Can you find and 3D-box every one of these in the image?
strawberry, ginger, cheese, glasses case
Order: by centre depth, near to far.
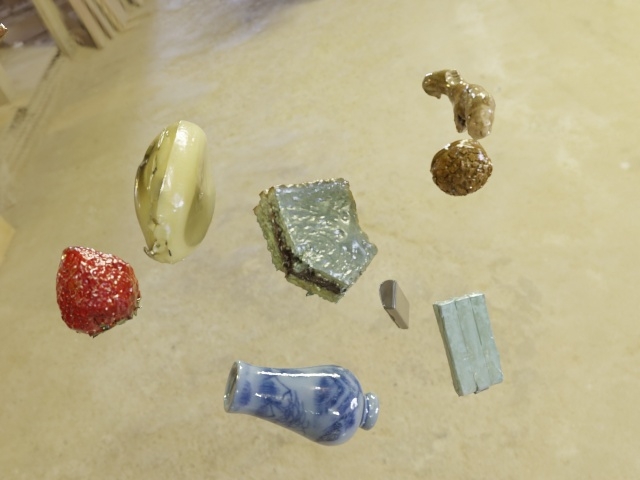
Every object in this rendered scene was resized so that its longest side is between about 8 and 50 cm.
[{"bbox_3d":[0.229,-0.230,1.210,0.075,0.089,0.288,0,23,-10],"label":"ginger"},{"bbox_3d":[-0.288,-0.085,1.477,0.128,0.260,0.316,-2,32,10],"label":"cheese"},{"bbox_3d":[0.174,0.151,1.697,0.042,0.190,0.072,-9,68,13],"label":"glasses case"},{"bbox_3d":[-0.662,0.138,2.138,0.257,0.277,0.257,-29,-1,-1],"label":"strawberry"}]

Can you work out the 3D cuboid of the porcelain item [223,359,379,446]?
[{"bbox_3d":[-0.029,0.269,1.239,0.258,0.141,0.141,13,34,-14],"label":"porcelain item"}]

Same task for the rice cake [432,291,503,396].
[{"bbox_3d":[0.311,0.217,1.526,0.124,0.211,0.038,-13,8,-18],"label":"rice cake"}]

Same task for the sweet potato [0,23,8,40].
[{"bbox_3d":[-0.831,-0.494,1.771,0.205,0.068,0.060,6,4,30],"label":"sweet potato"}]

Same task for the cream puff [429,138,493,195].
[{"bbox_3d":[0.352,-0.173,1.826,0.150,0.165,0.115,-4,60,2],"label":"cream puff"}]

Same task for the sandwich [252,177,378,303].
[{"bbox_3d":[0.000,0.000,1.906,0.262,0.131,0.326,-8,66,-34],"label":"sandwich"}]
